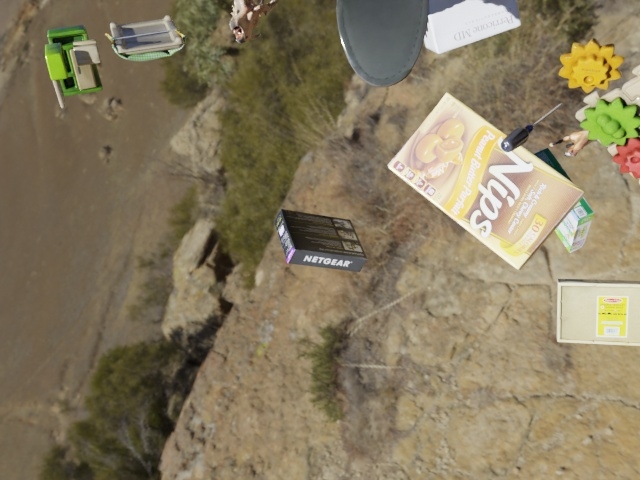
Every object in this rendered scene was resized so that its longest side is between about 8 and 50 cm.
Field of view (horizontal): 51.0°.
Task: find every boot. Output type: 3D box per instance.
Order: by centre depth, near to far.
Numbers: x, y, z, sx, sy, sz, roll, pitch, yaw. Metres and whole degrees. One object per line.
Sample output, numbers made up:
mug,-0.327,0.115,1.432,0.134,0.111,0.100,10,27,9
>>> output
boot,0.077,-0.278,0.765,0.091,0.229,0.262,-5,85,11

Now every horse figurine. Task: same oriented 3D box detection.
horse figurine,0.810,-0.317,1.990,0.263,0.066,0.174,-23,4,-6

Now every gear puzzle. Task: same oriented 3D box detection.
gear puzzle,0.477,-0.166,0.966,0.175,0.339,0.044,-31,25,48

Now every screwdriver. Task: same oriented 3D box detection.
screwdriver,0.312,-0.172,0.978,0.024,0.025,0.170,7,38,48

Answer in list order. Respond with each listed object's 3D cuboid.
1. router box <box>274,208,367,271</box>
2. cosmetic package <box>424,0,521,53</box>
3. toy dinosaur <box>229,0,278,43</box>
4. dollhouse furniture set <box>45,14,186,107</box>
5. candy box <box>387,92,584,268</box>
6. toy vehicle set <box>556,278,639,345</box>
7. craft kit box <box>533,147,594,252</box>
router box,0.000,0.000,1.464,0.046,0.179,0.133,-62,33,34
cosmetic package,0.168,-0.368,0.849,0.117,0.231,0.085,-19,20,4
toy dinosaur,-0.106,-0.578,1.422,0.296,0.200,0.127,-35,43,4
dollhouse furniture set,-0.463,-0.406,1.557,0.197,0.302,0.151,-120,22,-51
candy box,0.309,-0.112,1.274,0.316,0.087,0.183,41,100,17
toy vehicle set,0.752,0.186,1.736,0.267,0.035,0.165,1,104,16
craft kit box,0.720,-0.117,2.028,0.061,0.246,0.249,-25,64,-1
